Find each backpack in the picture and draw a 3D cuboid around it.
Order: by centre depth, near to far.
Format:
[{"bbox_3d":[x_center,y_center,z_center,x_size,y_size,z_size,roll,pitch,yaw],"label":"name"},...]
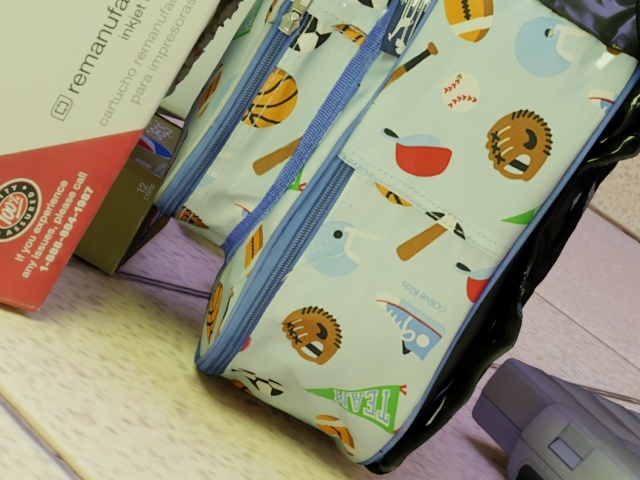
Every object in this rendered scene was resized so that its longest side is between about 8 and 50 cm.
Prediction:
[{"bbox_3d":[0.035,-0.031,0.867,0.213,0.263,0.276,25,3,3],"label":"backpack"}]

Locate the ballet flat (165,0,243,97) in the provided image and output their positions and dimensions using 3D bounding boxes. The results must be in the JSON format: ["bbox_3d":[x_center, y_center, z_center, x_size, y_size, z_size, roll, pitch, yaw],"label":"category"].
[{"bbox_3d":[-0.089,-0.116,0.910,0.091,0.241,0.077,16,59,-17],"label":"ballet flat"}]

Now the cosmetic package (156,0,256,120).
[{"bbox_3d":[-0.129,-0.203,1.223,0.155,0.197,0.365,29,-2,-14],"label":"cosmetic package"}]

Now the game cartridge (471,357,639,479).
[{"bbox_3d":[0.247,0.198,0.966,0.230,0.068,0.355,20,15,-34],"label":"game cartridge"}]

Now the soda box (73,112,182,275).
[{"bbox_3d":[-0.112,-0.035,1.012,0.058,0.061,0.181,30,10,-1],"label":"soda box"}]

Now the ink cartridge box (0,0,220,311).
[{"bbox_3d":[-0.199,-0.109,0.732,0.272,0.197,0.114,22,14,-41],"label":"ink cartridge box"}]
